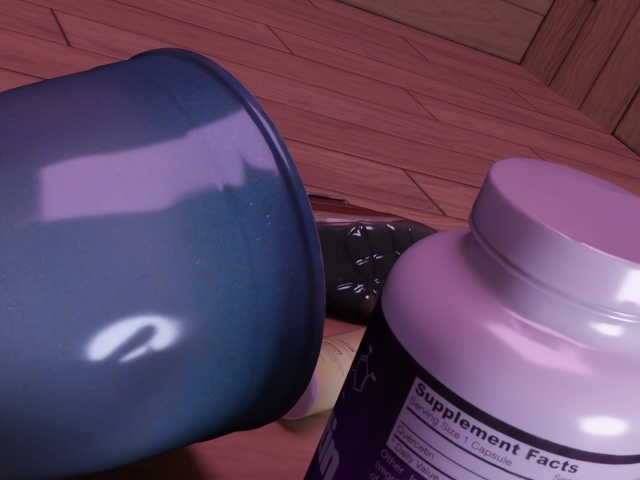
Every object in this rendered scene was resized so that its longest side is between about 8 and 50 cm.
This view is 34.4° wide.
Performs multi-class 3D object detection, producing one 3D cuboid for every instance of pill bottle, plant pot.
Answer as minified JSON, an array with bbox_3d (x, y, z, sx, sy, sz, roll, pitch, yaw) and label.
[{"bbox_3d":[0.096,0.121,0.614,0.182,0.322,0.181,17,24,-8],"label":"pill bottle"},{"bbox_3d":[-0.180,0.032,0.642,0.255,0.271,0.272,-18,47,-40],"label":"plant pot"}]

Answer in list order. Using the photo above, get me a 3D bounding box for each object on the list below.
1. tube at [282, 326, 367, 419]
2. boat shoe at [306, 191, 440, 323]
[{"bbox_3d":[0.035,0.110,0.940,0.240,0.062,0.070,-2,76,-58],"label":"tube"},{"bbox_3d":[0.000,0.000,1.061,0.324,0.122,0.120,12,23,-33],"label":"boat shoe"}]
